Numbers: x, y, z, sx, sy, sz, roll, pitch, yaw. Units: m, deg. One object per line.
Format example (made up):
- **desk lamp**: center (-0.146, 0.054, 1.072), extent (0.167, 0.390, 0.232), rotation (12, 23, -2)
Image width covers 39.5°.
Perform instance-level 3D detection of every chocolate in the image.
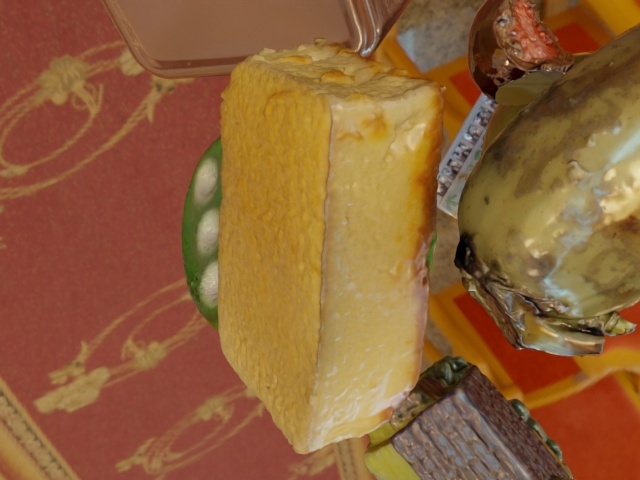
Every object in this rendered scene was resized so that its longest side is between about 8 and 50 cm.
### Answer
- **chocolate**: center (0.245, -0.247, 1.115), extent (0.127, 0.133, 0.124), rotation (-11, 158, 21)

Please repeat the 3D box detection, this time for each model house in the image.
- **model house**: center (0.167, 0.204, 0.862), extent (0.170, 0.194, 0.211), rotation (-35, 173, -21)

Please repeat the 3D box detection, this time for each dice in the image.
- **dice**: center (-0.020, -0.014, 1.343), extent (0.300, 0.297, 0.287), rotation (10, 155, -33)

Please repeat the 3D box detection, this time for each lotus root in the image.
- **lotus root**: center (0.220, -0.059, 0.572), extent (0.309, 0.173, 0.173), rotation (-36, 144, 4)

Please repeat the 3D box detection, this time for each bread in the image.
- **bread**: center (0.000, 0.000, 0.674), extent (0.114, 0.185, 0.275), rotation (-7, 115, -27)

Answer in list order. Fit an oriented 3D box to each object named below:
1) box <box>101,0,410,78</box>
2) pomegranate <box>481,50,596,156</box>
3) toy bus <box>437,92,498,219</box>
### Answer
- **box**: center (-0.066, -0.334, 0.968), extent (0.229, 0.339, 0.239), rotation (-62, 141, -39)
- **pomegranate**: center (0.425, -0.119, 1.355), extent (0.309, 0.358, 0.216), rotation (-37, 179, -3)
- **toy bus**: center (0.341, -0.194, 1.800), extent (0.330, 0.136, 0.109), rotation (-60, 171, 8)
